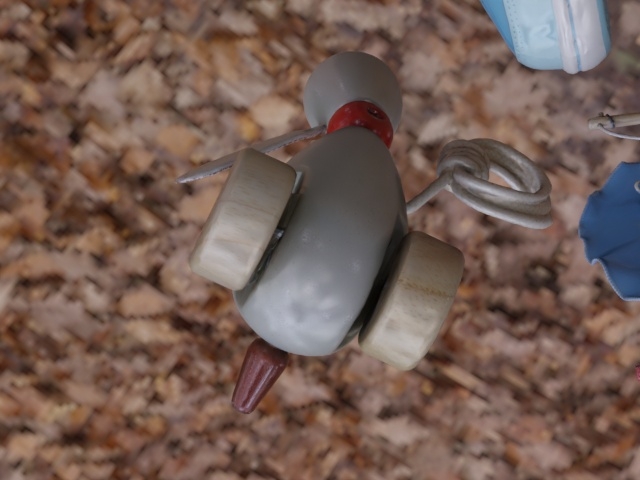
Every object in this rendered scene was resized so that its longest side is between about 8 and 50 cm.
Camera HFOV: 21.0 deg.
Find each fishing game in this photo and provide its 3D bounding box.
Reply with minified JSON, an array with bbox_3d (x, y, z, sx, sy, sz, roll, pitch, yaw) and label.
[{"bbox_3d":[0.230,-0.019,0.911,0.189,0.264,0.041,-5,122,10],"label":"fishing game"}]

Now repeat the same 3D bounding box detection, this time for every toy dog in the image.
[{"bbox_3d":[0.000,0.000,1.138,0.220,0.334,0.161,37,115,10],"label":"toy dog"}]

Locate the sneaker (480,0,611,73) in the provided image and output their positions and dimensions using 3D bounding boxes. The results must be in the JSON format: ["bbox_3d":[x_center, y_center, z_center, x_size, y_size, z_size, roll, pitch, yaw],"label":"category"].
[{"bbox_3d":[0.013,-0.198,0.911,0.127,0.208,0.319,54,-166,-70],"label":"sneaker"}]
